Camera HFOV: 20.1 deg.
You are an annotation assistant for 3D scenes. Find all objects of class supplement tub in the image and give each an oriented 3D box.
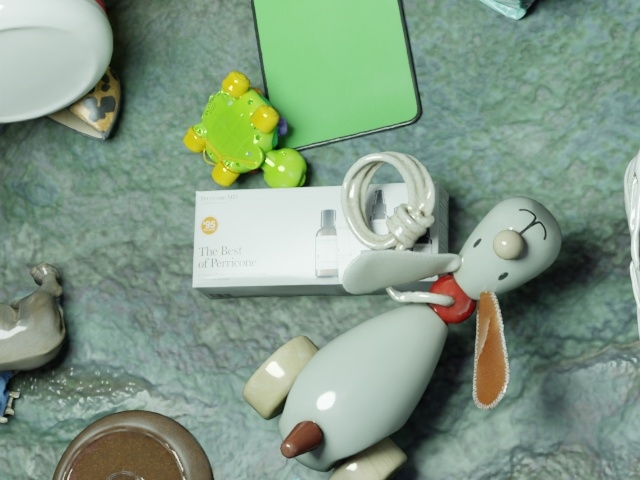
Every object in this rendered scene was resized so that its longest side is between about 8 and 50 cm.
[{"bbox_3d":[-0.313,-0.267,1.724,0.191,0.191,0.272,-22,62,9],"label":"supplement tub"}]

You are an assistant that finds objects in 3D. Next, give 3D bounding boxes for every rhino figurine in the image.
[{"bbox_3d":[-0.359,0.096,1.731,0.243,0.073,0.106,-13,40,-11],"label":"rhino figurine"}]

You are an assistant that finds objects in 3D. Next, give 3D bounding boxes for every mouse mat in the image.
[{"bbox_3d":[0.013,-0.188,1.788,0.152,0.007,0.190,-12,73,12],"label":"mouse mat"}]

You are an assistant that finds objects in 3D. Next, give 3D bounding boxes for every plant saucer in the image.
[{"bbox_3d":[-0.185,0.243,1.723,0.168,0.029,0.169,-4,75,15],"label":"plant saucer"}]

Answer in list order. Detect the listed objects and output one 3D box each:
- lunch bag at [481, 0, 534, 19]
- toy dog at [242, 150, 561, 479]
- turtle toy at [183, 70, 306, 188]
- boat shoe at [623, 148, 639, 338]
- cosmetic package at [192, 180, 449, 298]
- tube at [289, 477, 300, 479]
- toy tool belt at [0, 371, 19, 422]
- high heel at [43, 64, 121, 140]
[{"bbox_3d":[0.136,-0.371,1.712,0.262,0.160,0.223,30,86,8],"label":"lunch bag"},{"bbox_3d":[0.060,0.095,1.585,0.220,0.161,0.334,25,100,10],"label":"toy dog"},{"bbox_3d":[-0.066,-0.097,1.752,0.130,0.066,0.095,49,116,23],"label":"turtle toy"},{"bbox_3d":[0.320,0.040,1.602,0.098,0.096,0.277,-16,73,10],"label":"boat shoe"},{"bbox_3d":[0.000,0.000,1.716,0.239,0.060,0.099,-2,75,14],"label":"cosmetic package"},{"bbox_3d":[-0.042,0.324,1.657,0.080,0.052,0.207,-12,69,7],"label":"tube"},{"bbox_3d":[-0.319,0.153,1.766,0.051,0.052,0.083,-2,57,8],"label":"toy tool belt"},{"bbox_3d":[-0.336,-0.143,1.819,0.261,0.093,0.186,-23,65,-1],"label":"high heel"}]
